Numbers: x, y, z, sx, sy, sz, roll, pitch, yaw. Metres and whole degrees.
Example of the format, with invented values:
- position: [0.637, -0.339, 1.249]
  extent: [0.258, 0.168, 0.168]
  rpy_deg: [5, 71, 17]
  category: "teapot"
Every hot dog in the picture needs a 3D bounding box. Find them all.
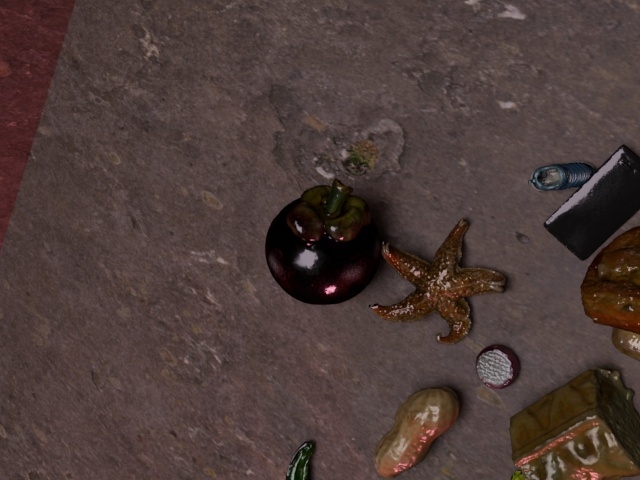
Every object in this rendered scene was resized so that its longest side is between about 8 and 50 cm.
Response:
- position: [0.707, 0.096, 1.529]
  extent: [0.387, 0.174, 0.267]
  rpy_deg: [11, 54, 33]
  category: "hot dog"

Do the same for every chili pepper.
- position: [-0.019, 0.689, 2.112]
  extent: [0.122, 0.065, 0.279]
  rpy_deg: [-36, 69, 33]
  category: "chili pepper"

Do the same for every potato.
- position: [0.686, 0.205, 1.621]
  extent: [0.170, 0.080, 0.107]
  rpy_deg: [12, 68, 32]
  category: "potato"

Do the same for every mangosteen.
- position: [0.000, 0.015, 1.927]
  extent: [0.296, 0.313, 0.297]
  rpy_deg: [-4, 76, 17]
  category: "mangosteen"

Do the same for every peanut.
- position: [0.226, 0.465, 1.909]
  extent: [0.130, 0.130, 0.290]
  rpy_deg: [42, 111, 25]
  category: "peanut"

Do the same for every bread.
- position: [0.545, 0.424, 1.665]
  extent: [0.252, 0.239, 0.196]
  rpy_deg: [-33, 115, 33]
  category: "bread"

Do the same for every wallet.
- position: [0.605, -0.077, 1.682]
  extent: [0.124, 0.025, 0.244]
  rpy_deg: [42, 112, 2]
  category: "wallet"

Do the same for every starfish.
- position: [0.273, 0.092, 1.865]
  extent: [0.303, 0.113, 0.312]
  rpy_deg: [32, 102, 10]
  category: "starfish"

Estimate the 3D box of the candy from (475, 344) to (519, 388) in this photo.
- position: [0.411, 0.294, 1.830]
  extent: [0.103, 0.043, 0.103]
  rpy_deg: [1, 92, 33]
  category: "candy"

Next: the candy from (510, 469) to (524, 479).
- position: [0.429, 0.612, 1.802]
  extent: [0.062, 0.058, 0.194]
  rpy_deg: [39, 99, 43]
  category: "candy"

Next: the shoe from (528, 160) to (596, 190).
- position: [0.529, -0.141, 1.722]
  extent: [0.142, 0.071, 0.064]
  rpy_deg: [-4, 89, 26]
  category: "shoe"
